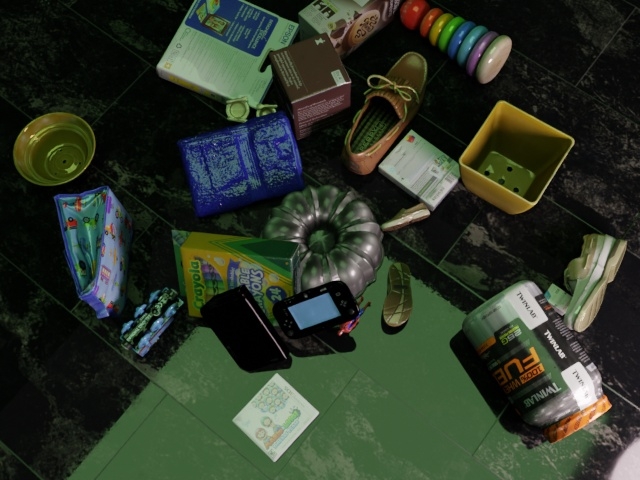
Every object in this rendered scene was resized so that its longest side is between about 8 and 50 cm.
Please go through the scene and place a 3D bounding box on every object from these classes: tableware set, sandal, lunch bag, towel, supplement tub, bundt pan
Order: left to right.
[{"bbox_3d":[-0.538,0.050,1.807,0.138,0.221,0.293,-11,70,-2],"label":"lunch bag"},{"bbox_3d":[-0.209,-0.204,1.943,0.309,0.076,0.227,-16,82,-1],"label":"towel"},{"bbox_3d":[-0.192,-0.308,2.004,0.141,0.020,0.168,6,92,2],"label":"tableware set"},{"bbox_3d":[0.000,0.000,1.862,0.331,0.124,0.330,-1,71,2],"label":"bundt pan"},{"bbox_3d":[0.193,0.139,1.850,0.072,0.049,0.180,8,56,-1],"label":"sandal"},{"bbox_3d":[0.498,0.278,1.703,0.207,0.207,0.338,-30,72,-9],"label":"supplement tub"}]

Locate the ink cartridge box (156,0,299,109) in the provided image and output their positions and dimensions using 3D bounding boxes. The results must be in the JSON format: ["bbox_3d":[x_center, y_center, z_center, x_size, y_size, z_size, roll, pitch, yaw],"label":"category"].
[{"bbox_3d":[-0.257,-0.539,2.088,0.307,0.072,0.303,25,72,-1],"label":"ink cartridge box"}]

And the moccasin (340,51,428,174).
[{"bbox_3d":[0.172,-0.357,1.971,0.139,0.147,0.380,35,75,13],"label":"moccasin"}]

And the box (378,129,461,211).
[{"bbox_3d":[0.270,-0.187,1.966,0.186,0.038,0.145,38,75,13],"label":"box"}]

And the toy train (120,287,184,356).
[{"bbox_3d":[-0.414,0.198,1.811,0.080,0.105,0.184,38,76,10],"label":"toy train"}]

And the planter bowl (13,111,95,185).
[{"bbox_3d":[-0.700,-0.228,1.980,0.217,0.090,0.217,-1,70,1],"label":"planter bowl"}]

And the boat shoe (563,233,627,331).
[{"bbox_3d":[0.649,0.100,1.807,0.103,0.113,0.302,22,51,27],"label":"boat shoe"}]

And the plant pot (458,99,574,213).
[{"bbox_3d":[0.480,-0.186,1.880,0.212,0.187,0.212,32,74,12],"label":"plant pot"}]

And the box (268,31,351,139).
[{"bbox_3d":[-0.026,-0.408,1.966,0.167,0.203,0.168,-21,71,-5],"label":"box"}]

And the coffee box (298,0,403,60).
[{"bbox_3d":[0.089,-0.635,2.063,0.297,0.168,0.119,-41,74,-11],"label":"coffee box"}]

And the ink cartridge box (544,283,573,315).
[{"bbox_3d":[0.598,0.153,1.838,0.083,0.028,0.048,37,75,14],"label":"ink cartridge box"}]

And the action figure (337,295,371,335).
[{"bbox_3d":[0.079,0.191,1.842,0.038,0.030,0.115,37,77,8],"label":"action figure"}]

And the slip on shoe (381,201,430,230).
[{"bbox_3d":[0.217,-0.062,1.914,0.136,0.051,0.041,-20,76,-9],"label":"slip on shoe"}]

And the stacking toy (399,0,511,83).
[{"bbox_3d":[0.359,-0.575,2.060,0.330,0.141,0.141,35,75,18],"label":"stacking toy"}]

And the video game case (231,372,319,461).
[{"bbox_3d":[-0.108,0.423,1.767,0.143,0.019,0.157,41,77,15],"label":"video game case"}]

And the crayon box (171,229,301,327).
[{"bbox_3d":[-0.211,0.093,1.771,0.323,0.203,0.083,6,32,12],"label":"crayon box"}]

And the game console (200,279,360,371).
[{"bbox_3d":[-0.087,0.175,1.713,0.362,0.213,0.044,-22,24,23],"label":"game console"}]
